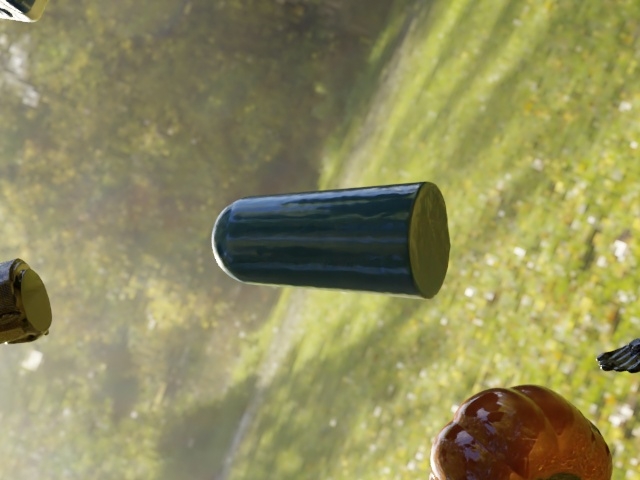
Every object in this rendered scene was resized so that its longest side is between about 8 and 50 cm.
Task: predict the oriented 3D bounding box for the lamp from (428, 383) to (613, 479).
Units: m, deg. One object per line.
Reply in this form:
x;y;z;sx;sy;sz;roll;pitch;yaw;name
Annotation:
0.200;0.237;1.385;0.187;0.188;0.164;-67;27;8;lamp

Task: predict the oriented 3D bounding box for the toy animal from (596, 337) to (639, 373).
0.486;0.161;1.621;0.197;0.273;0.160;-46;-44;-28;toy animal

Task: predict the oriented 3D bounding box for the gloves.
-0.501;0.112;1.698;0.141;0.331;0.154;39;-142;-62;gloves

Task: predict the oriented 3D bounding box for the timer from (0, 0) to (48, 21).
-0.507;-0.382;1.867;0.178;0.253;0.078;37;-107;-53;timer

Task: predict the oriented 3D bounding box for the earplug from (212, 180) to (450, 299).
0.000;0.000;1.558;0.132;0.273;0.132;0;-90;-65;earplug
